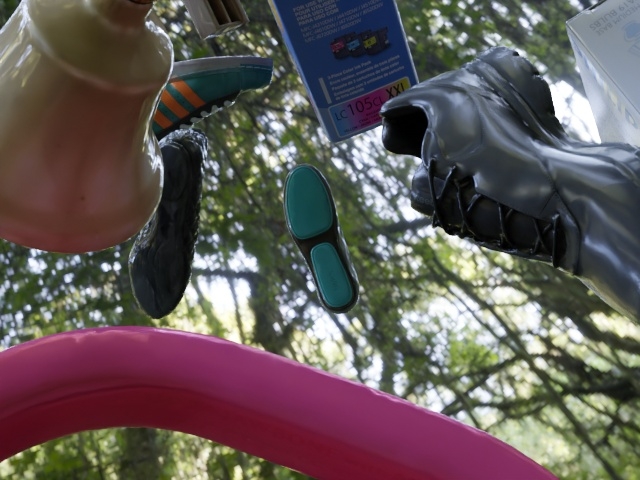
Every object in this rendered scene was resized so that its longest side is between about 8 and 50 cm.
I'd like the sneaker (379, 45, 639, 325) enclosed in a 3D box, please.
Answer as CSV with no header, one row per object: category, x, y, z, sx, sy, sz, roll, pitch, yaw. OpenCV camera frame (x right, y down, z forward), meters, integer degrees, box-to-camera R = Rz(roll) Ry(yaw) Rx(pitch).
sneaker,0.137,-0.030,0.630,0.130,0.286,0.109,-19,-51,-14

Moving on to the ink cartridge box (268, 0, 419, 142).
ink cartridge box,-0.009,-0.366,1.197,0.151,0.270,0.395,-22,-44,1

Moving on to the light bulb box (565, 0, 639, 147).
light bulb box,0.516,-0.193,1.064,0.358,0.225,0.361,-33,-28,9

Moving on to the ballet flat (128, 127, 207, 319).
ballet flat,-0.116,-0.008,0.734,0.049,0.057,0.173,-38,-30,-56

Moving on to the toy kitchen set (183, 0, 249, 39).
toy kitchen set,-0.045,-0.185,0.585,0.083,0.075,0.068,-21,7,39

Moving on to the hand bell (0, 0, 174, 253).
hand bell,-0.070,-0.111,0.359,0.126,0.126,0.242,9,-38,-34

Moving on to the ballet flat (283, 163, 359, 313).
ballet flat,0.000,0.000,1.263,0.072,0.213,0.068,-18,-6,6

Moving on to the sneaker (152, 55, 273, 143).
sneaker,-0.208,-0.187,1.282,0.302,0.108,0.121,-10,-79,1

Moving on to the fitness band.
fitness band,-0.025,0.135,0.297,0.291,0.209,0.054,19,-39,6
